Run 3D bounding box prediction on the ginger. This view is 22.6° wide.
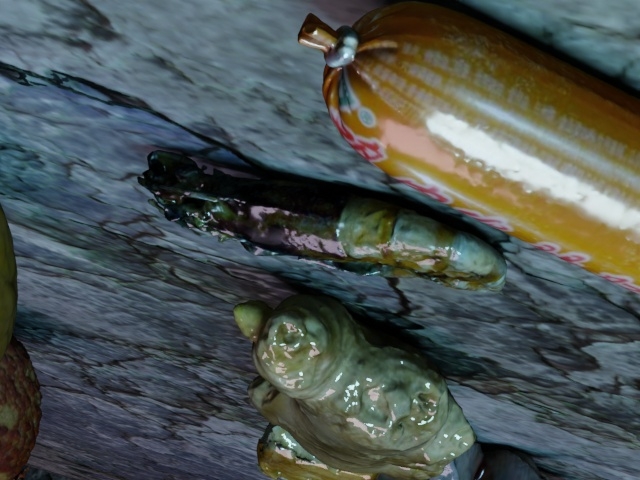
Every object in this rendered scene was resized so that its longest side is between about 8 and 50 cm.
[{"bbox_3d":[0.023,0.085,0.896,0.137,0.074,0.213,17,159,7],"label":"ginger"}]

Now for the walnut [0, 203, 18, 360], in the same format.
[{"bbox_3d":[-0.230,0.018,0.781,0.167,0.167,0.207,20,163,-7],"label":"walnut"}]

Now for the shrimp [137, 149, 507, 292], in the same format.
[{"bbox_3d":[0.000,0.000,0.679,0.161,0.034,0.091,15,166,10],"label":"shrimp"}]

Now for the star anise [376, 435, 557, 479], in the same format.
[{"bbox_3d":[0.110,0.181,1.151,0.171,0.063,0.208,23,165,-23],"label":"star anise"}]

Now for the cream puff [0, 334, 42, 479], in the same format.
[{"bbox_3d":[-0.331,0.112,1.245,0.240,0.164,0.240,13,180,0],"label":"cream puff"}]

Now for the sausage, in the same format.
[{"bbox_3d":[0.145,0.009,0.494,0.347,0.053,0.053,23,165,-18],"label":"sausage"}]

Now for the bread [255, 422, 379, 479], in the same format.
[{"bbox_3d":[0.003,0.122,1.051,0.083,0.077,0.070,20,154,-6],"label":"bread"}]
